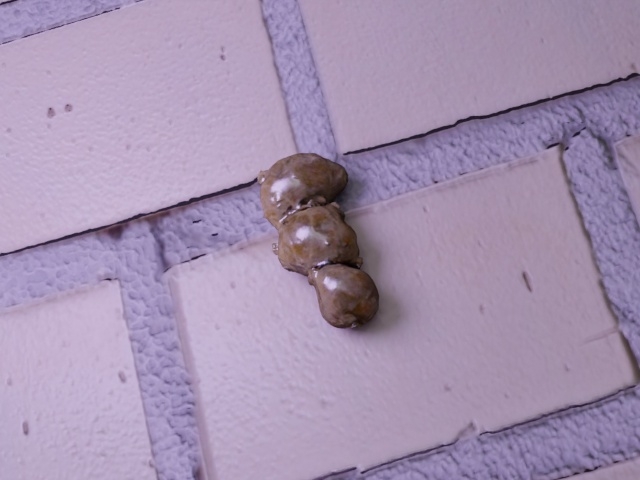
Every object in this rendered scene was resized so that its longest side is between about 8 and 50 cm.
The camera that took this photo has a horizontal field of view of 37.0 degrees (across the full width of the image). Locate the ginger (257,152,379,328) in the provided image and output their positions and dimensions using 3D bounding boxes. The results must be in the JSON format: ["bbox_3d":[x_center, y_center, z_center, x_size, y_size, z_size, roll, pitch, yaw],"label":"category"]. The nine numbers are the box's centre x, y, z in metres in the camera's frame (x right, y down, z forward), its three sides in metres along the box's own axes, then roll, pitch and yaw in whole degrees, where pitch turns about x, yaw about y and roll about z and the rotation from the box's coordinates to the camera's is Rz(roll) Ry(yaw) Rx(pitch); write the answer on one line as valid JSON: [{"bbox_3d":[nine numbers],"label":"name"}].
[{"bbox_3d":[0.000,0.000,1.021,0.104,0.080,0.204,-18,71,-3],"label":"ginger"}]
